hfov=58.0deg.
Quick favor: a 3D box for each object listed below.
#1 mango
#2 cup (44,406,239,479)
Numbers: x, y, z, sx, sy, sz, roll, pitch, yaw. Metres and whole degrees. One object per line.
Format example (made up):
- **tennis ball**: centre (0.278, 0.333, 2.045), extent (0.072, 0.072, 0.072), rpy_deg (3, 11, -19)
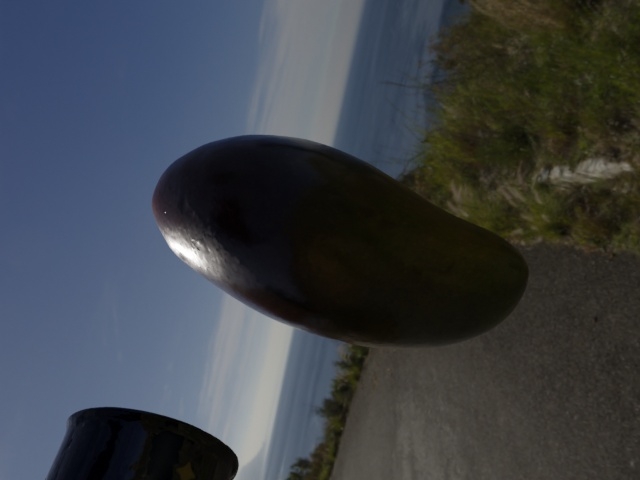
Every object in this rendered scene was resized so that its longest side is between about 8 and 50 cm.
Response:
- **mango**: centre (0.000, 0.000, 0.386), extent (0.111, 0.267, 0.133), rpy_deg (-54, -24, -52)
- **cup**: centre (-0.159, 0.325, 0.524), extent (0.178, 0.255, 0.256), rpy_deg (-31, 35, 39)
